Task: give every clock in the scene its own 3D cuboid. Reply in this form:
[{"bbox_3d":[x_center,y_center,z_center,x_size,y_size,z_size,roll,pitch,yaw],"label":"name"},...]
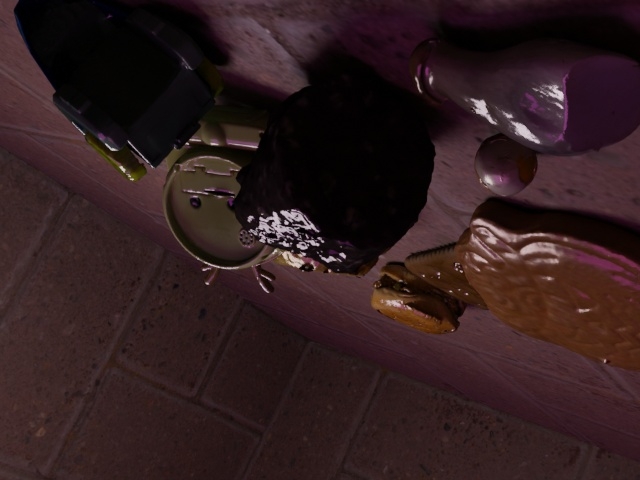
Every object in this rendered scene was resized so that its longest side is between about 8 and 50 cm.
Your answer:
[{"bbox_3d":[-0.140,-0.054,1.277,0.235,0.308,0.096,7,-153,18],"label":"clock"}]

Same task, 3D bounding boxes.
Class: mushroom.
[{"bbox_3d":[0.186,-0.142,0.749,0.225,0.093,0.116,26,161,49],"label":"mushroom"}]

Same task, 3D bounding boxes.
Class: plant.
[{"bbox_3d":[0.004,-0.078,1.066,0.213,0.215,0.312,26,171,-15],"label":"plant"}]

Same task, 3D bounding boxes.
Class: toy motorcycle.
[{"bbox_3d":[-0.310,-0.248,1.123,0.326,0.191,0.200,35,170,28],"label":"toy motorcycle"}]

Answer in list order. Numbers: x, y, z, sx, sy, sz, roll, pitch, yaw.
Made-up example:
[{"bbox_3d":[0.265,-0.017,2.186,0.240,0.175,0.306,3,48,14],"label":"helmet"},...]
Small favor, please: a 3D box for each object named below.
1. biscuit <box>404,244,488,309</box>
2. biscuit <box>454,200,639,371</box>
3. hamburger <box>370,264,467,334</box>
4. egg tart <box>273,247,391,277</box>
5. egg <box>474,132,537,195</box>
[{"bbox_3d":[0.295,0.074,1.512,0.217,0.044,0.325,30,168,-10],"label":"biscuit"},{"bbox_3d":[0.372,0.083,1.214,0.365,0.062,0.385,19,157,34],"label":"biscuit"},{"bbox_3d":[0.211,0.130,1.785,0.214,0.108,0.214,20,168,4],"label":"hamburger"},{"bbox_3d":[0.000,0.000,1.434,0.290,0.115,0.290,5,180,0],"label":"egg tart"},{"bbox_3d":[0.214,-0.085,0.943,0.071,0.071,0.083,21,170,23],"label":"egg"}]
